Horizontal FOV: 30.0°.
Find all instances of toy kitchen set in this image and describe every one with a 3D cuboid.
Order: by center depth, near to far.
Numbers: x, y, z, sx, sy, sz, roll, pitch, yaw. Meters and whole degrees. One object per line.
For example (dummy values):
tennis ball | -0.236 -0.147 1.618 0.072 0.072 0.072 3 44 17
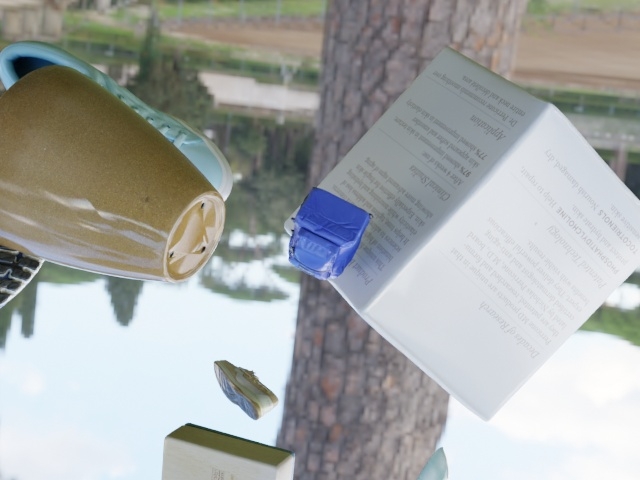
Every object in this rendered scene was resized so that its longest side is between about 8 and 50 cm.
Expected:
toy kitchen set | -0.073 0.278 1.213 0.122 0.207 0.166 12 -164 20

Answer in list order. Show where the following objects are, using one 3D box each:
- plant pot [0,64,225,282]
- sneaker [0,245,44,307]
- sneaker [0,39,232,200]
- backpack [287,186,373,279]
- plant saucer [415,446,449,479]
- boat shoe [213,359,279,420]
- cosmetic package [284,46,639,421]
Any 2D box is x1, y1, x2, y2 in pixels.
plant pot | -0.249 -0.052 1.429 0.254 0.237 0.237 27 -166 22
sneaker | -0.440 -0.011 1.644 0.130 0.147 0.330 21 -139 -15
sneaker | -0.293 -0.151 1.633 0.366 0.135 0.150 30 -176 6
backpack | 0.000 0.000 1.638 0.098 0.101 0.120 32 153 6
plant saucer | 0.185 0.457 2.099 0.037 0.195 0.195 26 -167 19
boat shoe | -0.106 0.206 1.687 0.045 0.050 0.135 -21 -143 -26
cosmetic package | 0.224 -0.018 1.826 0.327 0.393 0.329 41 -175 -32
